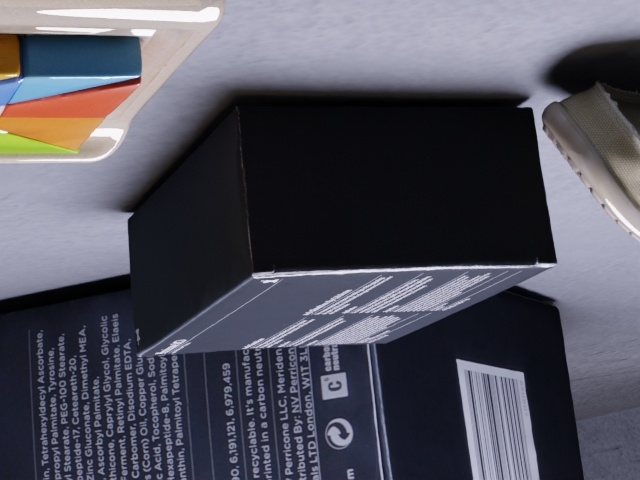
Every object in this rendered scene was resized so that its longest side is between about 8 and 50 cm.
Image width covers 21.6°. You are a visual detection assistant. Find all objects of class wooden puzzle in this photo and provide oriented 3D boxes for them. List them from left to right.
[{"bbox_3d":[-0.175,-0.071,0.759,0.220,0.044,0.238,-1,167,-18],"label":"wooden puzzle"}]

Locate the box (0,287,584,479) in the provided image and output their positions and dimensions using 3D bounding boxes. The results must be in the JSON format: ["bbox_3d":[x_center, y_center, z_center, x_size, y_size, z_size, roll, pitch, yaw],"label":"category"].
[{"bbox_3d":[-0.058,0.209,1.506,0.471,0.298,0.480,-13,166,24],"label":"box"}]

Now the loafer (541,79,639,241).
[{"bbox_3d":[0.230,-0.044,0.963,0.268,0.102,0.092,16,122,-44],"label":"loafer"}]

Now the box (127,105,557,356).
[{"bbox_3d":[0.000,0.000,1.030,0.184,0.103,0.261,-4,169,-21],"label":"box"}]
